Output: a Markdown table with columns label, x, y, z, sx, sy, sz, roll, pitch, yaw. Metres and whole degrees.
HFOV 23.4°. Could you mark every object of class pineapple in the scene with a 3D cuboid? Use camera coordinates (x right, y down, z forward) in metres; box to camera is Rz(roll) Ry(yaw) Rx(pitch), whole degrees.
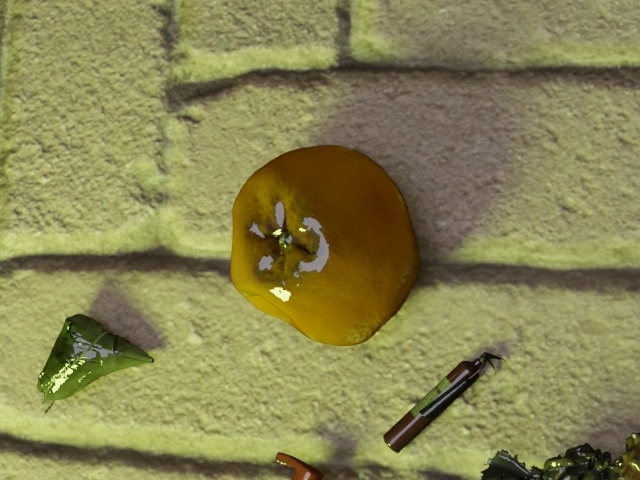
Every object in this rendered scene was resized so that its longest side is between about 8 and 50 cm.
| label | x | y | z | sx | sy | sz | roll | pitch | yaw |
| --- | --- | --- | --- | --- | --- | --- | --- | --- | --- |
| pineapple | 0.357 | 0.274 | 1.708 | 0.361 | 0.175 | 0.175 | -19 | 76 | 23 |

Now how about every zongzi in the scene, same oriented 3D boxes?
| label | x | y | z | sx | sy | sz | roll | pitch | yaw |
| --- | --- | --- | --- | --- | --- | --- | --- | --- | --- |
| zongzi | -0.302 | 0.188 | 2.009 | 0.130 | 0.062 | 0.154 | 28 | 98 | 9 |

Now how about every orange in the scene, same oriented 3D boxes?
| label | x | y | z | sx | sy | sz | roll | pitch | yaw |
| --- | --- | --- | --- | --- | --- | --- | --- | --- | --- |
| orange | 0.000 | 0.000 | 1.855 | 0.249 | 0.183 | 0.248 | -2 | 83 | 20 |

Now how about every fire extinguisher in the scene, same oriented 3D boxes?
| label | x | y | z | sx | sy | sz | roll | pitch | yaw |
| --- | --- | --- | --- | --- | --- | --- | --- | --- | --- |
| fire extinguisher | 0.143 | 0.189 | 1.849 | 0.173 | 0.049 | 0.035 | -44 | 63 | 8 |

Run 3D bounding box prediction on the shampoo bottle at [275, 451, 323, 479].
| label | x | y | z | sx | sy | sz | roll | pitch | yaw |
| --- | --- | --- | --- | --- | --- | --- | --- | --- | --- |
| shampoo bottle | -0.067 | 0.383 | 1.878 | 0.085 | 0.085 | 0.244 | 26 | 91 | 21 |
